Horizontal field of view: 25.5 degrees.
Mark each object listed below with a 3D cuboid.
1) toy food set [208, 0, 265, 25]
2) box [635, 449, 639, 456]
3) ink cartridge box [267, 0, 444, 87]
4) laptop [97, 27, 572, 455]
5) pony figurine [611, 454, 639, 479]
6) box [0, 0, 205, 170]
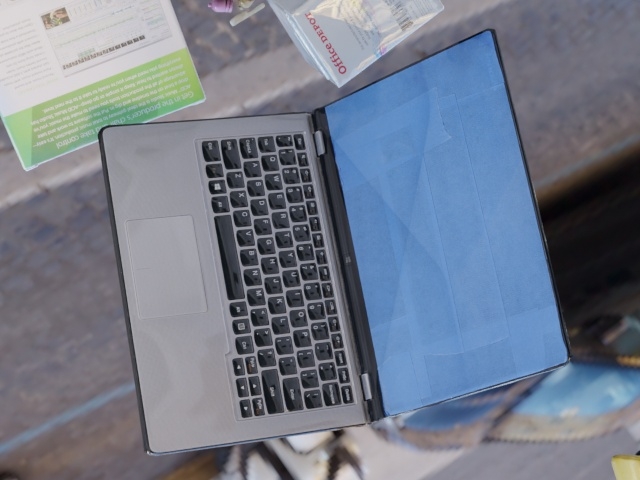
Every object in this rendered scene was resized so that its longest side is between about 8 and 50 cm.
[{"bbox_3d":[-0.130,-0.355,1.966,0.078,0.019,0.122,-30,124,8],"label":"toy food set"},{"bbox_3d":[0.506,0.329,1.258,0.396,0.293,0.212,29,128,-19],"label":"box"},{"bbox_3d":[0.039,-0.310,1.826,0.176,0.127,0.128,-37,121,-4],"label":"ink cartridge box"},{"bbox_3d":[0.000,0.000,1.524,0.408,0.381,0.236,-6,163,-18],"label":"laptop"},{"bbox_3d":[0.289,0.359,0.961,0.303,0.363,0.351,-4,159,40],"label":"pony figurine"},{"bbox_3d":[-0.292,-0.266,1.608,0.232,0.058,0.322,-22,115,-7],"label":"box"}]
